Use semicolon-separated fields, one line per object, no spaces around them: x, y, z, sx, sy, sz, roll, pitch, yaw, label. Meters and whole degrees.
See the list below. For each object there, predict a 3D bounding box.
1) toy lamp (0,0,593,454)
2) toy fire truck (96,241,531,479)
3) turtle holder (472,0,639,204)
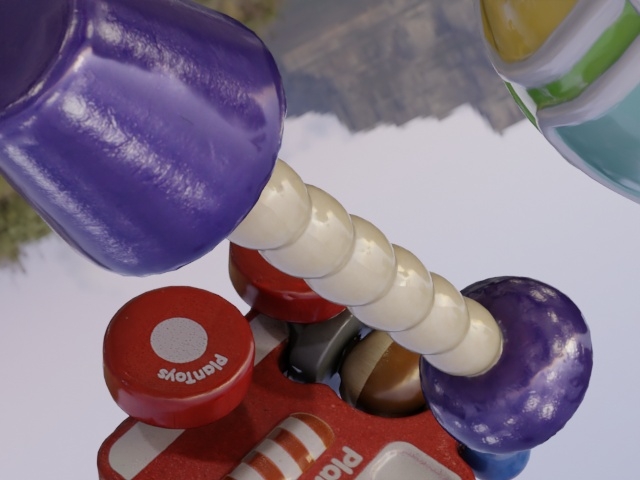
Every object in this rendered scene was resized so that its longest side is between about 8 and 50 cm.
0.000;0.000;0.449;0.080;0.080;0.274;-22;149;28;toy lamp
0.002;0.126;1.002;0.302;0.254;0.169;-39;153;-36;toy fire truck
0.168;-0.142;0.637;0.243;0.320;0.227;-50;174;9;turtle holder
